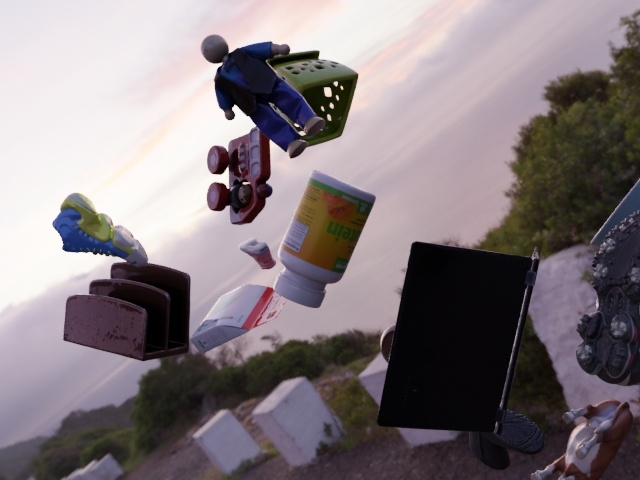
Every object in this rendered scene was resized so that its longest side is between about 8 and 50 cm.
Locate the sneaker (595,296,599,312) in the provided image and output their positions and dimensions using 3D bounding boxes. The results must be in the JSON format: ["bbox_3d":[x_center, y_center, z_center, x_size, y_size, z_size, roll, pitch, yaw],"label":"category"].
[{"bbox_3d":[0.815,0.206,1.809,0.052,0.058,0.135,-14,54,32],"label":"sneaker"}]

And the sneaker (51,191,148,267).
[{"bbox_3d":[-0.527,0.003,1.491,0.126,0.240,0.091,-46,7,3],"label":"sneaker"}]

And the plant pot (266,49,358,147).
[{"bbox_3d":[-0.055,-0.425,1.846,0.227,0.207,0.228,-21,-36,-36],"label":"plant pot"}]

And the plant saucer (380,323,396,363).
[{"bbox_3d":[0.287,0.390,2.309,0.168,0.168,0.029,-37,-21,28],"label":"plant saucer"}]

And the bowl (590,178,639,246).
[{"bbox_3d":[0.806,-0.071,1.496,0.311,0.163,0.311,-43,-22,-22],"label":"bowl"}]

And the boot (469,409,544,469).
[{"bbox_3d":[0.505,0.555,1.729,0.094,0.207,0.247,-39,38,-26],"label":"boot"}]

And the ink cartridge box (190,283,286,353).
[{"bbox_3d":[-0.169,0.151,1.432,0.225,0.056,0.181,-30,15,27],"label":"ink cartridge box"}]

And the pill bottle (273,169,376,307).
[{"bbox_3d":[0.000,0.000,1.221,0.136,0.137,0.245,-63,-4,-84],"label":"pill bottle"}]

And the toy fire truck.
[{"bbox_3d":[-0.245,-0.208,2.076,0.170,0.301,0.254,3,-7,-36],"label":"toy fire truck"}]

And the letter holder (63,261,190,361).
[{"bbox_3d":[-0.487,0.164,1.593,0.302,0.214,0.152,5,2,33],"label":"letter holder"}]

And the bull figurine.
[{"bbox_3d":[0.586,0.485,1.407,0.189,0.310,0.101,-2,25,-33],"label":"bull figurine"}]

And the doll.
[{"bbox_3d":[-0.079,-0.196,0.808,0.129,0.189,0.046,-50,-7,23],"label":"doll"}]

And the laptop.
[{"bbox_3d":[0.319,0.194,1.378,0.408,0.237,0.381,-12,-66,-69],"label":"laptop"}]

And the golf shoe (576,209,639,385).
[{"bbox_3d":[0.474,0.086,0.954,0.105,0.120,0.272,12,79,60],"label":"golf shoe"}]

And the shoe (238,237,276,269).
[{"bbox_3d":[-0.202,0.045,2.022,0.064,0.081,0.178,-34,21,-21],"label":"shoe"}]
